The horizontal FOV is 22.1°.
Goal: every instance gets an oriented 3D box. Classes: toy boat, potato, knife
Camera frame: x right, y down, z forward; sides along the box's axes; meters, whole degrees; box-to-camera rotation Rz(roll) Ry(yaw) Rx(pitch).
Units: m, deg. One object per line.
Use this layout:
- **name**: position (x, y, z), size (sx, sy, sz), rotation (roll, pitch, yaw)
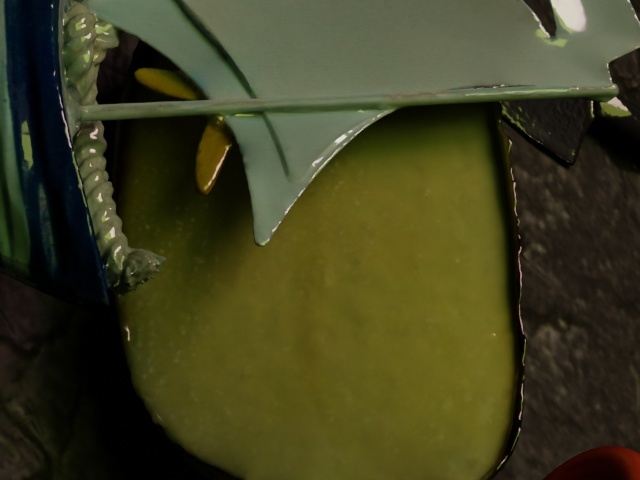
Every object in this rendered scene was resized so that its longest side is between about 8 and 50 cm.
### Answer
- **toy boat**: position (-0.014, -0.083, 0.639), size (0.291, 0.067, 0.220), rotation (-6, 64, -3)
- **potato**: position (0.000, 0.000, 0.688), size (0.160, 0.111, 0.272), rotation (-5, 64, 2)
- **knife**: position (0.126, -0.079, 0.907), size (0.230, 0.028, 0.060), rotation (31, 62, -20)

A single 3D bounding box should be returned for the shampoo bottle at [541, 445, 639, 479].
- **shampoo bottle**: position (0.207, 0.209, 0.744), size (0.278, 0.104, 0.104), rotation (37, 47, -17)
